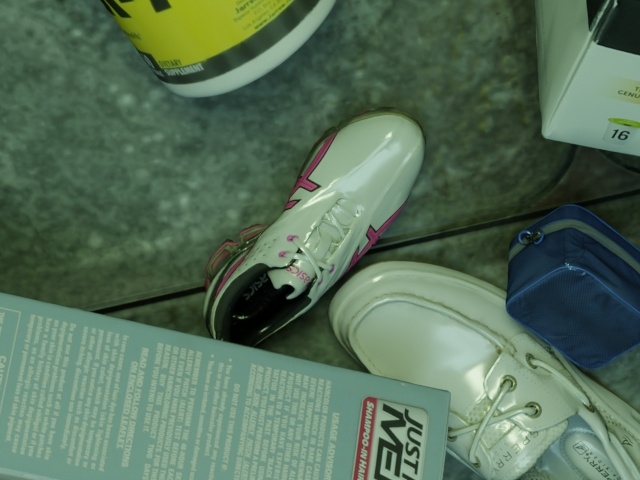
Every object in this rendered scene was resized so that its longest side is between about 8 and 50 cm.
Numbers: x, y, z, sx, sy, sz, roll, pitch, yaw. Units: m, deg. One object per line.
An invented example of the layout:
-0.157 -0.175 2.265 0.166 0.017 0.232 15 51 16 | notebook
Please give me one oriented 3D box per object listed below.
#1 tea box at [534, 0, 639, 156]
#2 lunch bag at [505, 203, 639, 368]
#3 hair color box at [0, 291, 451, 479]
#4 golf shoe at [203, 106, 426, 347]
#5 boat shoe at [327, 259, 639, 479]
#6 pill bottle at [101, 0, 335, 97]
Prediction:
0.305 -0.197 0.965 0.329 0.220 0.323 10 142 -11 | tea box
0.160 0.024 1.244 0.098 0.065 0.067 37 129 -25 | lunch bag
-0.128 0.129 1.220 0.374 0.113 0.185 14 156 -12 | hair color box
0.000 0.000 1.206 0.067 0.086 0.186 34 114 -20 | golf shoe
0.125 0.112 1.279 0.277 0.096 0.098 33 116 -22 | boat shoe
-0.090 -0.188 1.056 0.119 0.119 0.208 -28 120 14 | pill bottle
